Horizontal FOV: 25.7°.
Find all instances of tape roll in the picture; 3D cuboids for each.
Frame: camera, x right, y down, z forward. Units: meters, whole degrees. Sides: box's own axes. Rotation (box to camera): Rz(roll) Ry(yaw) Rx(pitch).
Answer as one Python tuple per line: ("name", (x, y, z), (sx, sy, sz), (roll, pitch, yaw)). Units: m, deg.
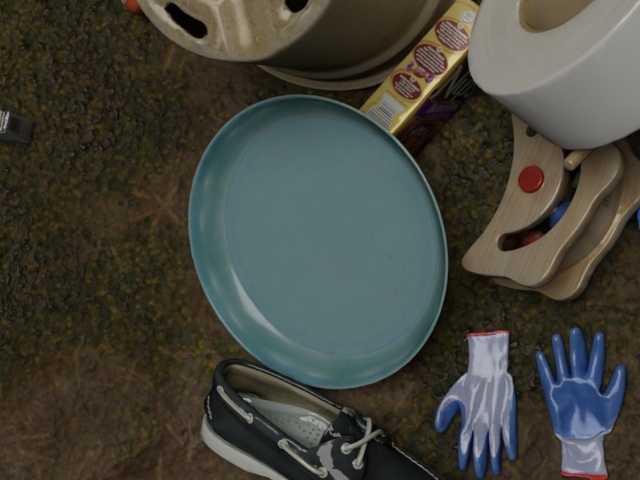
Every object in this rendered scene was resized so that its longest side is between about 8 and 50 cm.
("tape roll", (0.269, -0.227, 1.298), (0.100, 0.286, 0.286), (34, 92, -24))

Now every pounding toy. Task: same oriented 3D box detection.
("pounding toy", (0.227, -0.076, 1.409), (0.154, 0.155, 0.269), (40, 102, 40))

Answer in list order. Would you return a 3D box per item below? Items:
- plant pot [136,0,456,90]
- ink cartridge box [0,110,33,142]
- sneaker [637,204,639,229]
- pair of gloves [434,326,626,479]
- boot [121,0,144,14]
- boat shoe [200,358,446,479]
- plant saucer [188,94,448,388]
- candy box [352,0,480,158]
("plant pot", (-0.033, -0.300, 1.393), (0.334, 0.305, 0.333), (4, 103, 18))
("ink cartridge box", (-0.409, -0.140, 1.673), (0.115, 0.063, 0.029), (8, 84, 18))
("sneaker", (0.367, 0.020, 1.416), (0.126, 0.091, 0.240), (34, 104, 49))
("pair of gloves", (0.217, 0.169, 1.456), (0.198, 0.023, 0.159), (0, 81, 16))
("boot", (-0.155, -0.278, 1.625), (0.158, 0.059, 0.084), (-14, 82, 13))
("boat shoe", (0.009, 0.216, 1.453), (0.303, 0.114, 0.091), (20, 121, 17))
("plant saucer", (0.000, 0.000, 1.480), (0.318, 0.044, 0.317), (10, 110, 29))
("candy box", (0.117, -0.164, 1.496), (0.053, 0.109, 0.186), (42, 95, 19))
